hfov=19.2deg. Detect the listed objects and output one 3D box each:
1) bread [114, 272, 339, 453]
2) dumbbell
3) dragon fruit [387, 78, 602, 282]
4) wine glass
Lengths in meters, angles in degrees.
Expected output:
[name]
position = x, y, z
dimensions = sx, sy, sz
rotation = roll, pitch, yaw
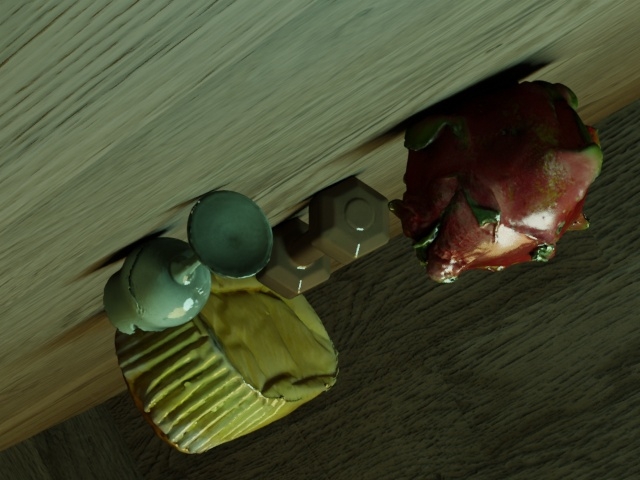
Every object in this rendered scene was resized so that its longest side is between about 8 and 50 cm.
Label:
[bread]
position = -0.116, 0.132, 2.159
dimensions = 0.156, 0.204, 0.288
rotation = -34, 179, 23
[dumbbell]
position = 0.000, 0.000, 2.086
dimensions = 0.082, 0.092, 0.231
rotation = 4, 164, -21
[dragon fruit]
position = 0.170, -0.062, 1.813
dimensions = 0.200, 0.198, 0.269
rotation = -39, -172, 14
[wine glass]
position = -0.116, 0.024, 1.580
dimensions = 0.079, 0.079, 0.195
rotation = -25, 175, -33
